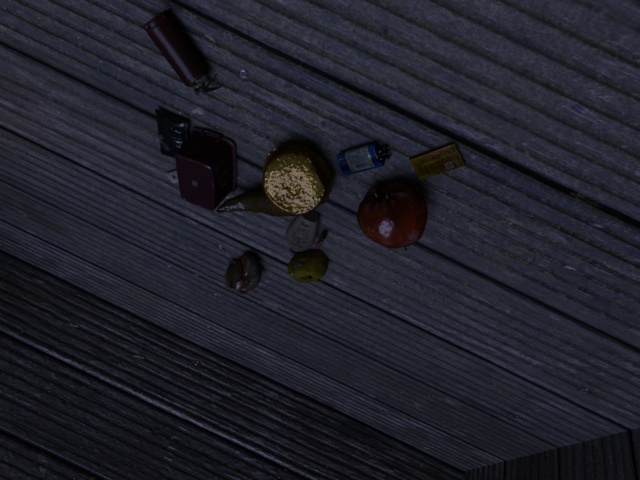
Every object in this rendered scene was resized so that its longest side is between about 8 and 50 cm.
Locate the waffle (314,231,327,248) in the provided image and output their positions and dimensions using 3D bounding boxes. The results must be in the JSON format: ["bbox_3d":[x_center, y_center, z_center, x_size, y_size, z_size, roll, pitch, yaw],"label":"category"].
[{"bbox_3d":[0.000,0.000,1.764,0.029,0.075,0.083,33,154,-1],"label":"waffle"}]

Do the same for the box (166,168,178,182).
[{"bbox_3d":[-0.628,-0.284,1.821,0.083,0.024,0.054,-6,133,32],"label":"box"}]

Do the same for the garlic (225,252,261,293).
[{"bbox_3d":[-0.370,0.171,2.094,0.213,0.191,0.160,-27,144,31],"label":"garlic"}]

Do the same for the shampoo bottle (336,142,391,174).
[{"bbox_3d":[0.148,-0.276,1.400,0.182,0.050,0.087,-8,128,35],"label":"shampoo bottle"}]

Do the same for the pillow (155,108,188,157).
[{"bbox_3d":[-0.578,-0.403,1.635,0.141,0.055,0.208,22,139,4],"label":"pillow"}]

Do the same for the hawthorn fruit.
[{"bbox_3d":[0.262,-0.064,1.448,0.241,0.242,0.272,-9,133,34],"label":"hawthorn fruit"}]

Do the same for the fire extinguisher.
[{"bbox_3d":[-0.435,-0.586,1.334,0.104,0.105,0.269,-10,129,36],"label":"fire extinguisher"}]

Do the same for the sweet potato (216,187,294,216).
[{"bbox_3d":[-0.209,-0.154,1.652,0.421,0.131,0.131,0,135,19],"label":"sweet potato"}]

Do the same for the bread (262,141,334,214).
[{"bbox_3d":[-0.089,-0.210,1.468,0.268,0.146,0.269,1,107,4],"label":"bread"}]

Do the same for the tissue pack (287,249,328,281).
[{"bbox_3d":[-0.061,0.124,1.896,0.178,0.127,0.123,-12,130,38],"label":"tissue pack"}]

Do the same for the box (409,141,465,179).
[{"bbox_3d":[0.372,-0.253,1.331,0.156,0.022,0.089,-17,127,39],"label":"box"}]

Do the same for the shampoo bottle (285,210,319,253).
[{"bbox_3d":[-0.080,-0.028,1.772,0.127,0.078,0.257,23,139,-5],"label":"shampoo bottle"}]

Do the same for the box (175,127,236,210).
[{"bbox_3d":[-0.451,-0.270,1.633,0.193,0.168,0.294,22,141,7],"label":"box"}]
